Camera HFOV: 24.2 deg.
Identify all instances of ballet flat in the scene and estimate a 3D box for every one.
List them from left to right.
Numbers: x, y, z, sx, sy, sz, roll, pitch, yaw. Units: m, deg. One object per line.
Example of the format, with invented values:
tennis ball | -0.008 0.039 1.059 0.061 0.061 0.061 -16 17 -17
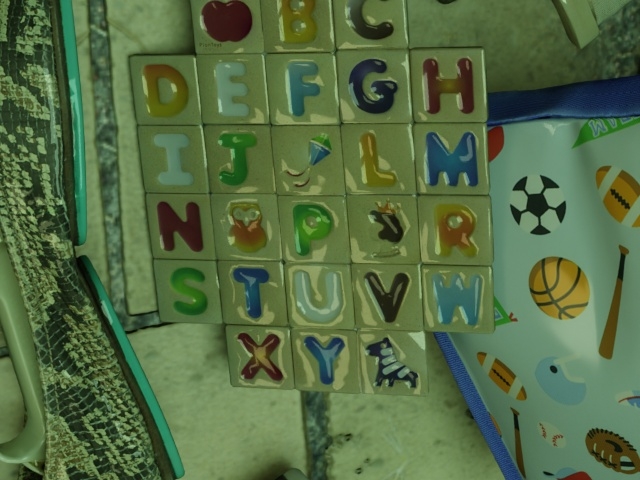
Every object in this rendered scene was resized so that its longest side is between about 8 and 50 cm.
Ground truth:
ballet flat | -0.232 0.017 1.117 0.182 0.164 0.482 -16 115 -15

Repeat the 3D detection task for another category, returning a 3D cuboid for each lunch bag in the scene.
lunch bag | 0.264 0.034 1.208 0.239 0.328 0.385 -51 122 -35

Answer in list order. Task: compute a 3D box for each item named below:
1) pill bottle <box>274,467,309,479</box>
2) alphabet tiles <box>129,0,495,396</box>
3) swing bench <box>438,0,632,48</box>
pill bottle | -0.069 0.303 1.289 0.208 0.119 0.119 -37 116 -9
alphabet tiles | -0.007 -0.037 1.175 0.285 0.011 0.342 2 109 17
swing bench | 0.204 -0.300 1.140 0.253 0.255 0.165 -37 116 -8
